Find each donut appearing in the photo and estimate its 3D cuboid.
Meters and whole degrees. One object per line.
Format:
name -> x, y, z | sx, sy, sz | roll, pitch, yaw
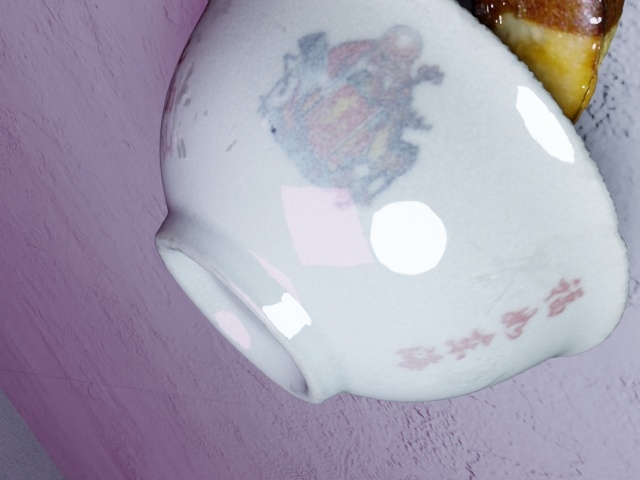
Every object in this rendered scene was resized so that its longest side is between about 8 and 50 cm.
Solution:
donut -> 0.134, -0.157, 0.529 | 0.141, 0.085, 0.217 | 27, 142, 27

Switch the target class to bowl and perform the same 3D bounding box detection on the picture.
bowl -> 0.000, 0.000, 0.634 | 0.435, 0.196, 0.435 | 39, 161, 16
